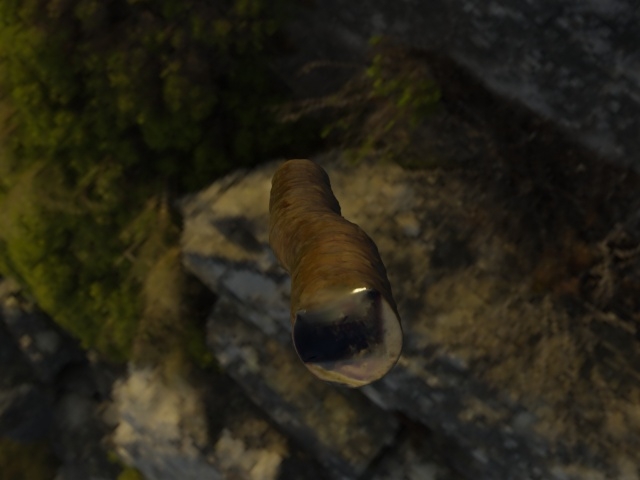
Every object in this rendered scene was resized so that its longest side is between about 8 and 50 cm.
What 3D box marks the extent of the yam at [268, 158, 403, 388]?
[{"bbox_3d":[0.000,0.000,0.669,0.045,0.045,0.327,45,-174,-11],"label":"yam"}]
